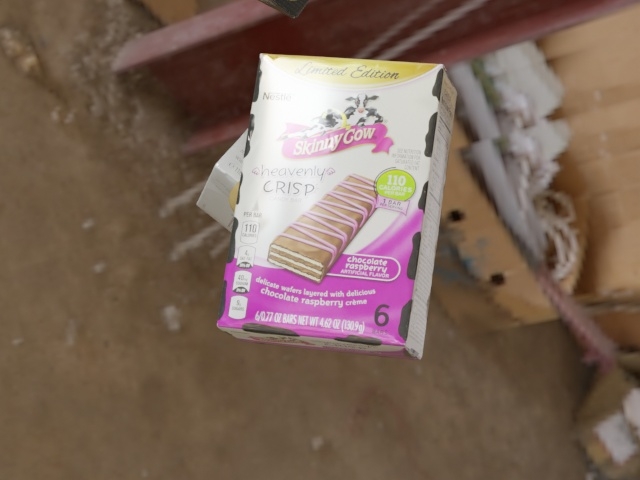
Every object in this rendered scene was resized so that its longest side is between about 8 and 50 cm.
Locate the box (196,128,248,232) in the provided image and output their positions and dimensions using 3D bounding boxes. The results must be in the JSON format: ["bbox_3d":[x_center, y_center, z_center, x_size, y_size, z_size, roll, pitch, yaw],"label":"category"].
[{"bbox_3d":[-0.044,-0.056,1.975,0.181,0.182,0.119,39,71,0],"label":"box"}]

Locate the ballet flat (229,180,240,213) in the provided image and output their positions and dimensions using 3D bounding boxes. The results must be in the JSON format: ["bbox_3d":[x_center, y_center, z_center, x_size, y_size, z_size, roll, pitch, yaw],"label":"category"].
[{"bbox_3d":[0.000,0.000,1.788,0.232,0.080,0.073,28,18,-13],"label":"ballet flat"}]

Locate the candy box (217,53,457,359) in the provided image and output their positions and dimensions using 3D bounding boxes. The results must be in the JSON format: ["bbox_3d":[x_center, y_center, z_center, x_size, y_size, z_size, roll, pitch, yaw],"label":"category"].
[{"bbox_3d":[0.016,-0.029,1.256,0.071,0.159,0.233,45,51,-70],"label":"candy box"}]

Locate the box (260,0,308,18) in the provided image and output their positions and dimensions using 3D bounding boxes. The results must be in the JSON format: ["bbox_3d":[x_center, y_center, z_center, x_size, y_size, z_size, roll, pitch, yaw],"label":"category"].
[{"bbox_3d":[-0.022,-0.365,1.704,0.060,0.270,0.216,36,93,-24],"label":"box"}]
